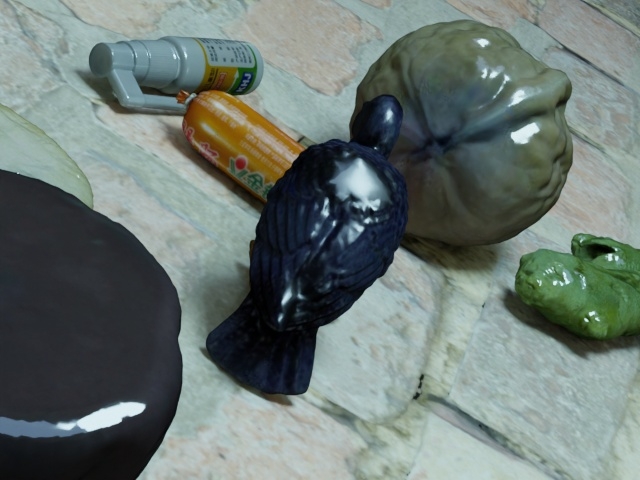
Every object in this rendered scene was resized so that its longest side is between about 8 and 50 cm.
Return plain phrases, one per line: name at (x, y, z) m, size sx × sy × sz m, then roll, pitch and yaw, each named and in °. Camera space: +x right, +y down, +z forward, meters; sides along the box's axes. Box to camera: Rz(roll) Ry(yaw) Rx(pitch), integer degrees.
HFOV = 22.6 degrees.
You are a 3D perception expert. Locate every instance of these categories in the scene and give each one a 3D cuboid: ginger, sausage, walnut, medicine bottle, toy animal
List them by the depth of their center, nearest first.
toy animal at (0.000, 0.000, 1.372) m, size 0.122 × 0.185 × 0.298 m, roll 35°, pitch 43°, yaw -3°
sausage at (-0.053, -0.077, 1.589) m, size 0.234 × 0.071 × 0.071 m, roll 36°, pitch 25°, yaw 12°
medicine bottle at (-0.145, -0.172, 1.683) m, size 0.221 × 0.061 × 0.092 m, roll -4°, pitch 61°, yaw -51°
walnut at (0.156, -0.115, 1.714) m, size 0.248 × 0.248 × 0.248 m, roll 25°, pitch 25°, yaw -13°
ginger at (0.312, 0.050, 1.759) m, size 0.290 × 0.089 × 0.137 m, roll -18°, pitch 72°, yaw -54°

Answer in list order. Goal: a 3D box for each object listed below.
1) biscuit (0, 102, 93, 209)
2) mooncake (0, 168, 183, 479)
biscuit at (-0.306, -0.087, 1.356) m, size 0.265 × 0.040 × 0.188 m, roll 30°, pitch 22°, yaw -3°
mooncake at (-0.231, 0.075, 1.013) m, size 0.283 × 0.141 × 0.283 m, roll 18°, pitch 34°, yaw -12°
